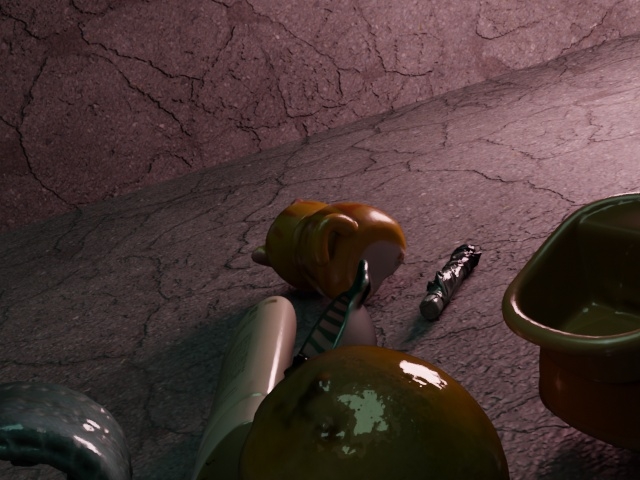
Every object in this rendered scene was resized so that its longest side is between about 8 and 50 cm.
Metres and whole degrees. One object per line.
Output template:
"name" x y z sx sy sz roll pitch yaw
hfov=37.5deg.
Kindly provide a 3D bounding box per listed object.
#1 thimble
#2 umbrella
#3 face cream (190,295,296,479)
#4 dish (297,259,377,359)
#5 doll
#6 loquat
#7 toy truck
"thimble" -0.315 0.266 1.032 0.235 0.198 0.143 14 14 -10
"umbrella" 0.189 0.056 1.402 0.046 0.050 0.188 -31 7 37
"face cream" -0.086 0.202 1.075 0.081 0.173 0.348 23 19 -7
"dish" 0.024 0.150 1.127 0.078 0.246 0.224 28 16 -7
"doll" 0.014 0.013 1.520 0.167 0.162 0.270 -43 17 -23
"loquat" 0.050 0.211 0.831 0.244 0.243 0.244 -16 18 5
"toy truck" 0.326 0.085 0.920 0.288 0.211 0.204 -35 30 -25
